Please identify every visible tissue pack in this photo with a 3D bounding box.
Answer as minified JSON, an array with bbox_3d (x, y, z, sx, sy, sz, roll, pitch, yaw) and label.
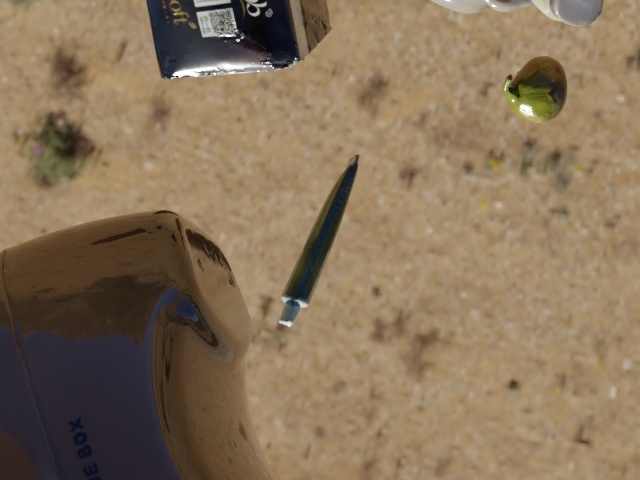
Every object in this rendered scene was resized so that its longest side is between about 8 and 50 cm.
[{"bbox_3d":[-0.121,-0.395,2.032,0.210,0.198,0.370,-4,113,11],"label":"tissue pack"},{"bbox_3d":[-0.163,0.190,1.293,0.277,0.387,0.267,-21,170,8],"label":"tissue pack"}]

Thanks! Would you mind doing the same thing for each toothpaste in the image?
[{"bbox_3d":[0.000,0.000,1.788,0.031,0.204,0.049,25,168,-8],"label":"toothpaste"}]

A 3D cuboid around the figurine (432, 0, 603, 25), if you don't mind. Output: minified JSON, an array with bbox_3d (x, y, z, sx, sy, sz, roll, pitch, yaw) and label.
[{"bbox_3d":[0.205,-0.350,1.820,0.203,0.380,0.248,21,103,-37],"label":"figurine"}]

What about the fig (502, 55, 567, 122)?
[{"bbox_3d":[0.275,-0.194,2.122,0.098,0.082,0.084,-9,155,-21],"label":"fig"}]
